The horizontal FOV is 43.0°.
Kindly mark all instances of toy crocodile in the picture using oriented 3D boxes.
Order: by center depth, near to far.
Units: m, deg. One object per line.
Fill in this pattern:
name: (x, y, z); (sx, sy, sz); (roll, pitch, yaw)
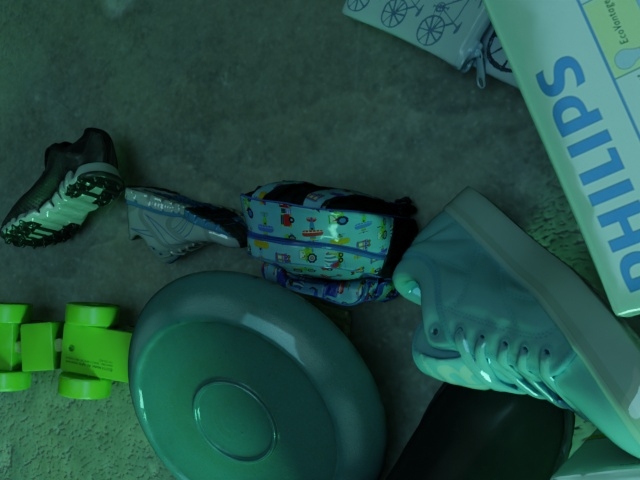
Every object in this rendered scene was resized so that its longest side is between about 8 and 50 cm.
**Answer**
toy crocodile: (-0.333, 0.134, 1.036); (0.340, 0.105, 0.115); (0, 89, 22)

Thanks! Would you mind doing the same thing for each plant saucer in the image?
plant saucer: (-0.084, 0.185, 0.866); (0.317, 0.043, 0.318); (10, 115, 22)

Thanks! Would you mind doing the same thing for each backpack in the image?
backpack: (0.000, 0.000, 0.820); (0.158, 0.173, 0.117); (11, 94, 26)

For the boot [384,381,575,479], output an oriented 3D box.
boot: (0.047, 0.263, 0.638); (0.146, 0.445, 0.367); (31, 103, 24)

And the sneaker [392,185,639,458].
sneaker: (0.161, 0.086, 0.673); (0.150, 0.366, 0.135); (-45, 113, 7)

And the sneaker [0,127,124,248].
sneaker: (-0.334, -0.069, 1.049); (0.234, 0.078, 0.106); (-29, 56, 35)

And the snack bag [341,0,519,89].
snack bag: (0.213, -0.301, 0.773); (0.342, 0.037, 0.323); (36, 105, 31)

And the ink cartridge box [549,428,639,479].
ink cartridge box: (0.302, 0.230, 0.630); (0.168, 0.232, 0.171); (-15, 82, 28)

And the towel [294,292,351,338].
towel: (-0.027, 0.134, 0.913); (0.110, 0.027, 0.148); (19, 96, 25)

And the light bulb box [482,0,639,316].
light bulb box: (0.320, -0.180, 0.560); (0.361, 0.225, 0.358); (-25, 81, 25)

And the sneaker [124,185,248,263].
sneaker: (-0.159, -0.008, 0.967); (0.190, 0.071, 0.083); (17, 103, 34)
